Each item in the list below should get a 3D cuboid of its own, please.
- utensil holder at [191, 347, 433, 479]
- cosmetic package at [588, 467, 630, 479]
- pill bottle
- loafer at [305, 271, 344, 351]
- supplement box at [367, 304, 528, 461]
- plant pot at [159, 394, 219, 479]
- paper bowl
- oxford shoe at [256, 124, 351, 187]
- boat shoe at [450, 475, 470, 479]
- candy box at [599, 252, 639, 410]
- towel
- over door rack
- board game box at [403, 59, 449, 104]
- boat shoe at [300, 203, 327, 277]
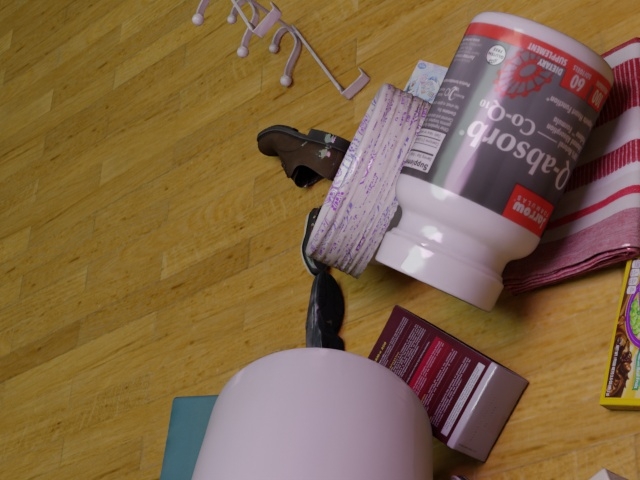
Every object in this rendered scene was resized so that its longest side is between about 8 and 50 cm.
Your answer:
[{"bbox_3d":[-0.021,0.368,1.698,0.327,0.327,0.385,-39,23,27],"label":"utensil holder"},{"bbox_3d":[0.279,0.427,1.601,0.309,0.113,0.160,-45,40,22],"label":"cosmetic package"},{"bbox_3d":[0.226,-0.102,1.837,0.210,0.210,0.363,24,89,53],"label":"pill bottle"},{"bbox_3d":[-0.003,0.129,2.161,0.061,0.062,0.170,-30,46,41],"label":"loafer"},{"bbox_3d":[0.163,0.195,1.913,0.239,0.073,0.130,31,93,52],"label":"supplement box"},{"bbox_3d":[-0.094,0.326,2.070,0.234,0.166,0.165,-12,59,36],"label":"plant pot"},{"bbox_3d":[0.098,-0.078,2.039,0.284,0.148,0.284,-154,90,-88],"label":"paper bowl"},{"bbox_3d":[-0.044,-0.143,2.362,0.227,0.083,0.096,14,83,53],"label":"oxford shoe"},{"bbox_3d":[0.211,0.343,1.794,0.125,0.038,0.046,-140,39,-58],"label":"boat shoe"},{"bbox_3d":[0.412,0.111,1.711,0.105,0.027,0.206,-4,64,47],"label":"candy box"},{"bbox_3d":[0.348,-0.102,1.890,0.237,0.037,0.329,-24,50,47],"label":"towel"},{"bbox_3d":[-0.094,-0.354,2.418,0.108,0.239,0.324,-55,37,5],"label":"over door rack"},{"bbox_3d":[0.171,-0.241,2.219,0.090,0.020,0.090,28,90,53],"label":"board game box"},{"bbox_3d":[-0.001,-0.001,2.247,0.042,0.049,0.133,-35,39,42],"label":"boat shoe"}]
